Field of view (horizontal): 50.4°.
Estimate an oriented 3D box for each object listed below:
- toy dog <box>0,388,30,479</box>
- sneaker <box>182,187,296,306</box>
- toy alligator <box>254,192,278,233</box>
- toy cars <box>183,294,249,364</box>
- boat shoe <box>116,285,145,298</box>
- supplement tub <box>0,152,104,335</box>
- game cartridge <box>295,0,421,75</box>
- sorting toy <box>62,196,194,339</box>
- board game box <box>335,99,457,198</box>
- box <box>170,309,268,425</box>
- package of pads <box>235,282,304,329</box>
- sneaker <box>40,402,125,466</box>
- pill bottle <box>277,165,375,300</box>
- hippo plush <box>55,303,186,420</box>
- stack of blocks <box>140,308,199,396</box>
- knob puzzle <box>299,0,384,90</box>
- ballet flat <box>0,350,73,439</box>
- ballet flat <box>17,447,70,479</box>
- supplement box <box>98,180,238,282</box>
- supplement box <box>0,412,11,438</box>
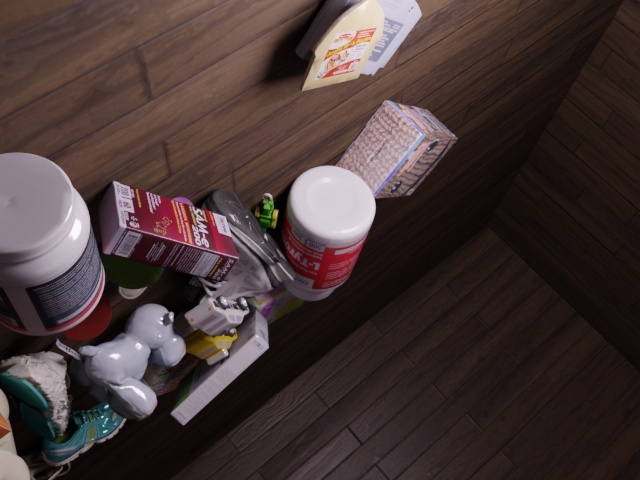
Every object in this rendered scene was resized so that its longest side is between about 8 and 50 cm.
[{"bbox_3d":[-0.668,0.487,1.259,0.284,0.408,0.395,-24,166,-23],"label":"toy dog"},{"bbox_3d":[-0.234,0.061,1.631,0.257,0.169,0.447,-33,153,0],"label":"sneaker"},{"bbox_3d":[-0.133,-0.081,1.711,0.190,0.056,0.051,104,-3,-59],"label":"toy alligator"},{"bbox_3d":[-0.264,0.240,1.741,0.176,0.087,0.394,-20,161,-24],"label":"toy cars"},{"bbox_3d":[-0.370,0.040,1.503,0.206,0.075,0.065,-45,-153,-9],"label":"boat shoe"},{"bbox_3d":[-0.443,0.014,1.040,0.191,0.191,0.272,-34,160,-26],"label":"supplement tub"},{"bbox_3d":[0.088,-0.434,1.367,0.297,0.062,0.198,-11,140,-58],"label":"game cartridge"},{"bbox_3d":[-0.398,0.045,1.410,0.365,0.127,0.126,-45,-169,-1],"label":"sorting toy"},{"bbox_3d":[0.219,-0.250,1.913,0.232,0.141,0.291,-51,160,25],"label":"board game box"},{"bbox_3d":[-0.279,0.352,1.917,0.322,0.058,0.232,-42,-169,4],"label":"box"},{"bbox_3d":[-0.148,0.172,2.171,0.296,0.101,0.229,-28,159,-39],"label":"package of pads"},{"bbox_3d":[-0.652,0.518,1.901,0.275,0.107,0.110,-36,143,-39],"label":"sneaker"},{"bbox_3d":[0.000,0.000,1.878,0.229,0.229,0.408,-33,159,-27],"label":"pill bottle"},{"bbox_3d":[-0.463,0.258,1.632,0.236,0.234,0.294,-52,127,-32],"label":"hippo plush"},{"bbox_3d":[-0.426,0.329,1.960,0.297,0.087,0.171,-50,160,23],"label":"stack of blocks"},{"bbox_3d":[0.047,-0.378,1.276,0.213,0.030,0.213,-37,161,-15],"label":"knob puzzle"},{"bbox_3d":[-0.624,0.322,1.520,0.147,0.147,0.409,-32,162,-30],"label":"ballet flat"},{"bbox_3d":[-0.801,0.632,1.833,0.107,0.106,0.316,-50,160,20],"label":"ballet flat"},{"bbox_3d":[-0.281,-0.013,1.262,0.239,0.130,0.073,18,123,-36],"label":"supplement box"},{"bbox_3d":[-0.617,0.243,1.131,0.078,0.233,0.080,-37,164,-18],"label":"supplement box"}]
